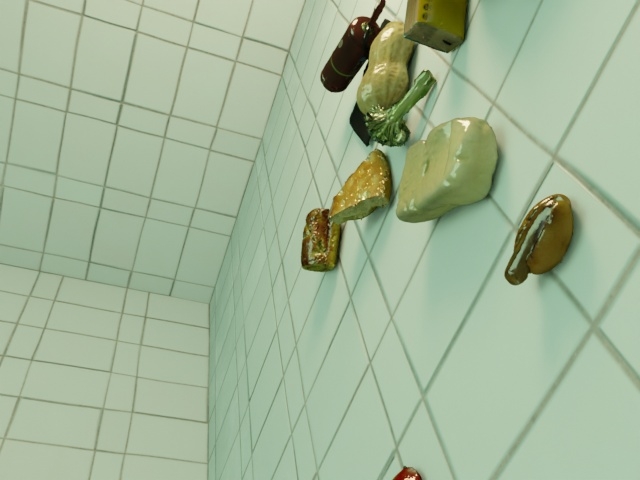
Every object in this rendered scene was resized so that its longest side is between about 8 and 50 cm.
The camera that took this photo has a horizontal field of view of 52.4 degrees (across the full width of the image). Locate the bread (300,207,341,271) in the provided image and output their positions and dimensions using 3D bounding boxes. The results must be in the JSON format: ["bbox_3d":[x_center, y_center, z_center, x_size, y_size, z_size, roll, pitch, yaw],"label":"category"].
[{"bbox_3d":[0.000,0.000,1.877,0.132,0.103,0.172,148,131,-72],"label":"bread"}]

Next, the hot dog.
[{"bbox_3d":[0.309,0.000,0.926,0.090,0.060,0.140,-94,19,-57],"label":"hot dog"}]

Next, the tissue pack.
[{"bbox_3d":[0.252,-0.504,1.399,0.082,0.120,0.169,144,138,-65],"label":"tissue pack"}]

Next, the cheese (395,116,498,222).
[{"bbox_3d":[0.234,-0.129,1.222,0.263,0.093,0.159,149,129,-66],"label":"cheese"}]

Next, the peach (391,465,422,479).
[{"bbox_3d":[0.120,0.536,1.132,0.189,0.068,0.279,136,143,-65],"label":"peach"}]

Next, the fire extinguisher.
[{"bbox_3d":[0.100,-0.547,1.842,0.341,0.105,0.141,140,148,-66],"label":"fire extinguisher"}]

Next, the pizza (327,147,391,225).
[{"bbox_3d":[0.119,-0.129,1.652,0.188,0.080,0.204,-28,36,39],"label":"pizza"}]

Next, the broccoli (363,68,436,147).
[{"bbox_3d":[0.193,-0.308,1.512,0.204,0.118,0.122,-46,7,32],"label":"broccoli"}]

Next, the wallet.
[{"bbox_3d":[0.155,-0.447,1.826,0.247,0.041,0.323,-108,33,-63],"label":"wallet"}]

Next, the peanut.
[{"bbox_3d":[0.172,-0.427,1.629,0.257,0.123,0.123,-71,16,-6],"label":"peanut"}]
